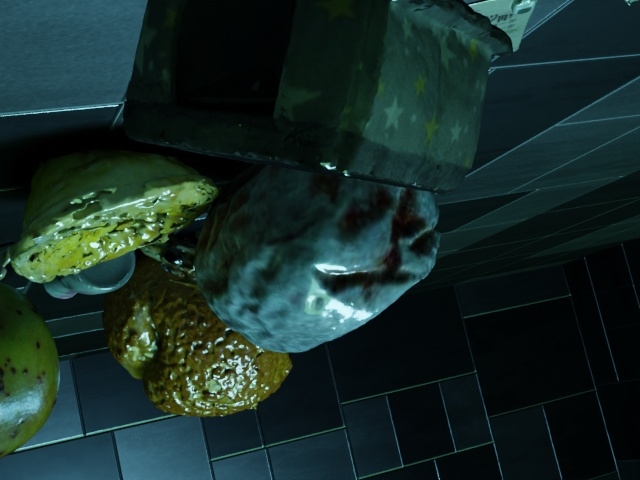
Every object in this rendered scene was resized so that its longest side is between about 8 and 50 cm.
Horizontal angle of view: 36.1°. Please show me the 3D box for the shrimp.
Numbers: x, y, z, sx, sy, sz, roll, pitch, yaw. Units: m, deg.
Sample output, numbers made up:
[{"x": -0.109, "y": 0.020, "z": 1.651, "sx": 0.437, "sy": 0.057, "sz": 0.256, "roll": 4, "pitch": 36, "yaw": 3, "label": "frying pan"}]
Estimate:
[{"x": -0.094, "y": 0.001, "z": 1.226, "sx": 0.253, "sy": 0.173, "sz": 0.058, "roll": 17, "pitch": 141, "yaw": -13, "label": "shrimp"}]

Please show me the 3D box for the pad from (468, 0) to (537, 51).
[{"x": 0.055, "y": -0.157, "z": 0.862, "sx": 0.265, "sy": 0.009, "sz": 0.159, "roll": -13, "pitch": 172, "yaw": 3, "label": "pad"}]

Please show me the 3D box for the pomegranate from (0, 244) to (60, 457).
[{"x": -0.500, "y": 0.137, "z": 1.300, "sx": 0.291, "sy": 0.323, "sz": 0.291, "roll": -2, "pitch": -158, "yaw": 1, "label": "pomegranate"}]

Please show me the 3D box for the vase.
[{"x": -0.326, "y": 0.040, "z": 1.337, "sx": 0.086, "sy": 0.086, "sz": 0.214, "roll": -8, "pitch": 174, "yaw": -30, "label": "vase"}]

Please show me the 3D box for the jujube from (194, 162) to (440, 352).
[{"x": -0.007, "y": -0.006, "z": 1.040, "sx": 0.246, "sy": 0.215, "sz": 0.308, "roll": -29, "pitch": 176, "yaw": -39, "label": "jujube"}]

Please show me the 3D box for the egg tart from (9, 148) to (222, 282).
[{"x": -0.214, "y": -0.035, "z": 0.980, "sx": 0.232, "sy": 0.098, "sz": 0.252, "roll": -22, "pitch": 173, "yaw": 14, "label": "egg tart"}]

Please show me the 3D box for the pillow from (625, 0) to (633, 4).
[{"x": 0.293, "y": -0.212, "z": 0.641, "sx": 0.179, "sy": 0.075, "sz": 0.171, "roll": -16, "pitch": 170, "yaw": 10, "label": "pillow"}]

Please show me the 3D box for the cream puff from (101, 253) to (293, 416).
[{"x": -0.202, "y": 0.153, "z": 1.499, "sx": 0.212, "sy": 0.303, "sz": 0.303, "roll": -48, "pitch": -178, "yaw": -17, "label": "cream puff"}]

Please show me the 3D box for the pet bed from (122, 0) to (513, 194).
[{"x": 0.005, "y": -0.120, "z": 0.606, "sx": 0.183, "sy": 0.159, "sz": 0.211, "roll": 12, "pitch": -177, "yaw": 30, "label": "pet bed"}]
